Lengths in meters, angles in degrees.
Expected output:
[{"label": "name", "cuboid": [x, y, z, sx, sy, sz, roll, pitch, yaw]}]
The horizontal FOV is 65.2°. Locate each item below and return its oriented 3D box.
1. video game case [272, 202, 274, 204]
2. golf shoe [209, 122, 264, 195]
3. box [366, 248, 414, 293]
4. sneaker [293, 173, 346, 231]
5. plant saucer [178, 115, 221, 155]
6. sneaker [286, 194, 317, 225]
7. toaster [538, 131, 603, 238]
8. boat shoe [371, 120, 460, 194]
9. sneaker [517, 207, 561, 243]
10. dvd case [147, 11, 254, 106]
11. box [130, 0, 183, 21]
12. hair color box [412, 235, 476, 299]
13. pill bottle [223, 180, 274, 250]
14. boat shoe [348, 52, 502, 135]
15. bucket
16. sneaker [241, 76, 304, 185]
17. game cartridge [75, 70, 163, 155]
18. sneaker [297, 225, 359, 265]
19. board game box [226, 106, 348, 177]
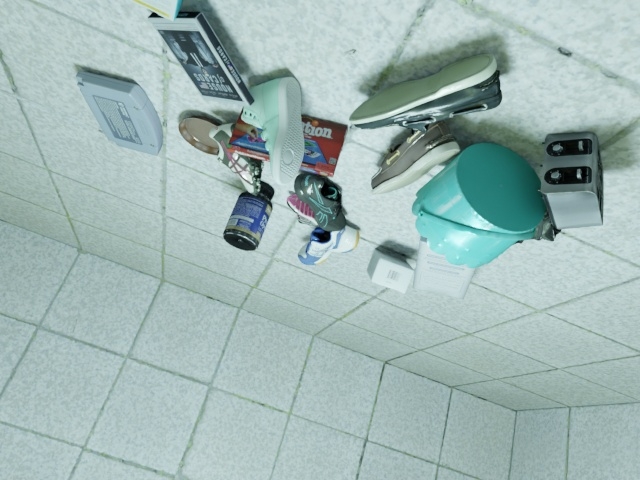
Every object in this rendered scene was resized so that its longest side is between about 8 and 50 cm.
[{"label": "video game case", "cuboid": [-0.223, -0.121, 1.824, 0.087, 0.011, 0.122, 22, 155, -9]}, {"label": "golf shoe", "cuboid": [-0.236, -0.241, 1.472, 0.120, 0.105, 0.272, 2, 144, 7]}, {"label": "box", "cuboid": [0.247, 0.107, 1.796, 0.130, 0.090, 0.170, 20, -171, -3]}, {"label": "sneaker", "cuboid": [0.022, -0.112, 1.580, 0.106, 0.101, 0.267, -4, 148, 34]}, {"label": "plant saucer", "cuboid": [-0.337, -0.314, 1.487, 0.169, 0.029, 0.168, 15, 154, 7]}, {"label": "sneaker", "cuboid": [-0.062, -0.095, 1.709, 0.075, 0.063, 0.170, -17, 143, 42]}, {"label": "toaster", "cuboid": [0.563, -0.124, 1.118, 0.110, 0.167, 0.185, -2, 148, 35]}, {"label": "boat shoe", "cuboid": [0.219, -0.204, 1.269, 0.117, 0.096, 0.324, -17, 173, -26]}, {"label": "sneaker", "cuboid": [0.586, -0.023, 1.404, 0.131, 0.087, 0.227, 23, 150, 4]}, {"label": "dvd case", "cuboid": [-0.272, -0.417, 1.161, 0.179, 0.029, 0.238, 19, 155, 37]}, {"label": "box", "cuboid": [-0.299, -0.536, 0.941, 0.101, 0.060, 0.244, 21, 155, -16]}, {"label": "hair color box", "cuboid": [0.415, 0.061, 1.657, 0.186, 0.113, 0.374, 12, 155, 12]}, {"label": "pill bottle", "cuboid": [-0.230, -0.086, 1.656, 0.123, 0.219, 0.122, 15, 155, 7]}, {"label": "boat shoe", "cuboid": [0.221, -0.283, 1.071, 0.340, 0.127, 0.113, -14, 129, 34]}, {"label": "bucket", "cuboid": [0.385, -0.086, 1.210, 0.282, 0.281, 0.183, 22, 150, -8]}, {"label": "sneaker", "cuboid": [-0.124, -0.265, 1.239, 0.151, 0.255, 0.094, 6, -174, 36]}, {"label": "game cartridge", "cuboid": [-0.584, -0.373, 1.505, 0.198, 0.062, 0.297, 12, 155, 3]}, {"label": "sneaker", "cuboid": [0.000, 0.000, 1.811, 0.131, 0.111, 0.297, 28, 143, -33]}, {"label": "board game box", "cuboid": [-0.084, -0.262, 1.289, 0.282, 0.144, 0.027, 15, 160, 6]}]
